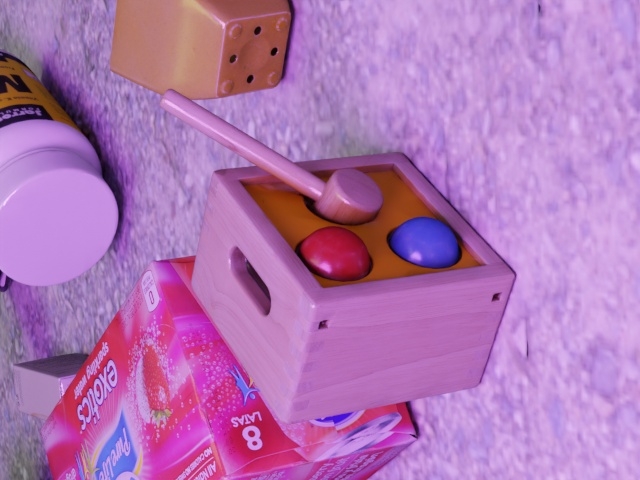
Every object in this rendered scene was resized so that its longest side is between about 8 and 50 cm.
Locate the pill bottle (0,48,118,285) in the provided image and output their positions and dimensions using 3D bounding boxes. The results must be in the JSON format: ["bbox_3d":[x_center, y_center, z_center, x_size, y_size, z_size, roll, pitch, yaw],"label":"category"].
[{"bbox_3d":[-0.240,-0.059,1.135,0.208,0.119,0.119,45,134,47],"label":"pill bottle"}]

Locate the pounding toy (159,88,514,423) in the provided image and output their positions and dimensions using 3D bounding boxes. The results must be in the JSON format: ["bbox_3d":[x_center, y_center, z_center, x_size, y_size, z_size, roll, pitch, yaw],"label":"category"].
[{"bbox_3d":[0.000,0.000,0.711,0.141,0.130,0.100,52,138,43],"label":"pounding toy"}]

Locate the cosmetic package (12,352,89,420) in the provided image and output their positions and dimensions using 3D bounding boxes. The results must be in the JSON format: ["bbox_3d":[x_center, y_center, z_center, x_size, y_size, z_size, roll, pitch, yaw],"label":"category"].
[{"bbox_3d":[-0.197,0.118,1.161,0.115,0.060,0.041,3,100,62],"label":"cosmetic package"}]

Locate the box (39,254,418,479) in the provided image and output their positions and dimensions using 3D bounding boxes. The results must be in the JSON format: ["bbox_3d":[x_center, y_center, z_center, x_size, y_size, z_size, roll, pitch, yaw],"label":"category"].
[{"bbox_3d":[-0.065,0.113,0.861,0.257,0.123,0.128,-49,56,53],"label":"box"}]

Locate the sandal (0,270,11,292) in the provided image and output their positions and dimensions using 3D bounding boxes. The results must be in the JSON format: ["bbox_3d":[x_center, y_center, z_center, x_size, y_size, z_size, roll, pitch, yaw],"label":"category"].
[{"bbox_3d":[-0.310,0.028,1.322,0.102,0.076,0.265,82,173,-53],"label":"sandal"}]

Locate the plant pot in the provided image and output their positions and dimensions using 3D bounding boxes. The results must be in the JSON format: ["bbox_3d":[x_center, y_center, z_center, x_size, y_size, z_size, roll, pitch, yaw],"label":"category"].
[{"bbox_3d":[-0.063,-0.123,0.851,0.083,0.081,0.081,37,129,39],"label":"plant pot"}]
